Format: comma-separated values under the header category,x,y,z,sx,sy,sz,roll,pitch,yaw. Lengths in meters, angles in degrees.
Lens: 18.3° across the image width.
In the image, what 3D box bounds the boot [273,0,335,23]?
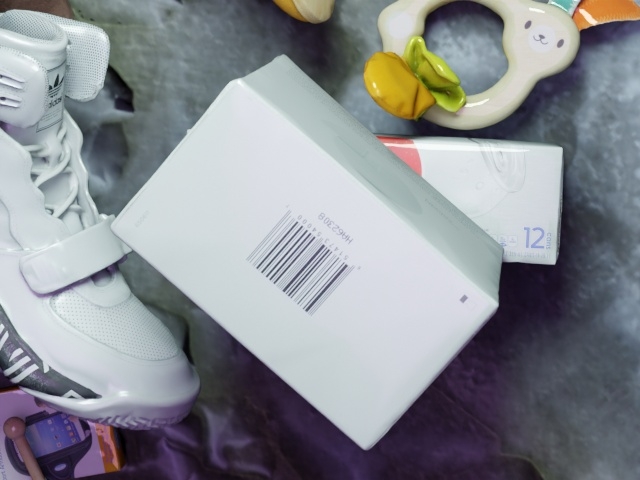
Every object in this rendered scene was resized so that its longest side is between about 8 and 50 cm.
category,x,y,z,sx,sy,sz,roll,pitch,yaw
boot,-0.130,-0.261,1.511,0.211,0.104,0.295,-26,86,22

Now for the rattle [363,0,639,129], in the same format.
category,x,y,z,sx,sy,sz,roll,pitch,yaw
rattle,0.137,-0.158,1.487,0.199,0.143,0.130,-11,76,12

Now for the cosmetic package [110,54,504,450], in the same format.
category,x,y,z,sx,sy,sz,roll,pitch,yaw
cosmetic package,0.000,0.000,1.370,0.224,0.225,0.138,41,102,-1

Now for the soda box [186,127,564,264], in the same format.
category,x,y,z,sx,sy,sz,roll,pitch,yaw
soda box,0.042,-0.037,1.525,0.286,0.098,0.091,3,96,6

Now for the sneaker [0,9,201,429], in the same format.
category,x,y,z,sx,sy,sz,roll,pitch,yaw
sneaker,-0.204,-0.032,1.474,0.366,0.137,0.210,41,116,5

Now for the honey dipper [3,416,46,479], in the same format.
category,x,y,z,sx,sy,sz,roll,pitch,yaw
honey dipper,-0.216,0.211,1.588,0.030,0.030,0.161,-21,108,7

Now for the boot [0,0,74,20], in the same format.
category,x,y,z,sx,sy,sz,roll,pitch,yaw
boot,-0.229,-0.254,1.483,0.248,0.090,0.207,-10,125,31

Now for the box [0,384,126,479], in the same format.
category,x,y,z,sx,sy,sz,roll,pitch,yaw
box,-0.232,0.156,1.605,0.136,0.028,0.081,-11,95,4
